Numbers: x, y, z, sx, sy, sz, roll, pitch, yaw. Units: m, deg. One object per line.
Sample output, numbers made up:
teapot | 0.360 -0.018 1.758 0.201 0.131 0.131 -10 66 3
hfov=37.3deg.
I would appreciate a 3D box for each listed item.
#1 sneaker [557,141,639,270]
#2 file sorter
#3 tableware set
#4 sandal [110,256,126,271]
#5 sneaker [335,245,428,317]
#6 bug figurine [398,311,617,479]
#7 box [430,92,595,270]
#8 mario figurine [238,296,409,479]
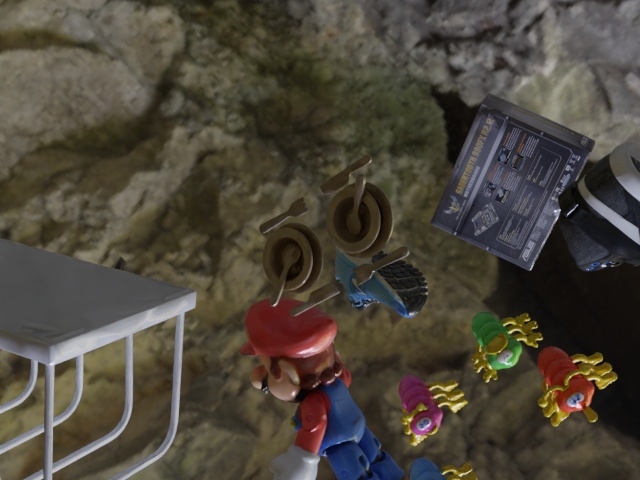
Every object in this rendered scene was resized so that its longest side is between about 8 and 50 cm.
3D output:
sneaker | 0.317 0.009 0.905 0.217 0.079 0.121 41 132 -11
file sorter | -0.289 0.117 0.901 0.277 0.173 0.193 12 -163 27
tableware set | 0.000 0.000 1.100 0.039 0.194 0.128 -1 -115 -53
sandal | -0.354 0.090 1.666 0.060 0.090 0.219 42 176 -21
sneaker | 0.069 0.055 1.135 0.063 0.073 0.162 2 -158 -32
bug figurine | 0.178 0.187 1.062 0.072 0.279 0.216 41 -169 -32
box | 0.299 -0.090 1.501 0.183 0.231 0.056 26 -149 12
mario figurine | -0.017 0.227 1.266 0.321 0.170 0.198 62 171 -1
